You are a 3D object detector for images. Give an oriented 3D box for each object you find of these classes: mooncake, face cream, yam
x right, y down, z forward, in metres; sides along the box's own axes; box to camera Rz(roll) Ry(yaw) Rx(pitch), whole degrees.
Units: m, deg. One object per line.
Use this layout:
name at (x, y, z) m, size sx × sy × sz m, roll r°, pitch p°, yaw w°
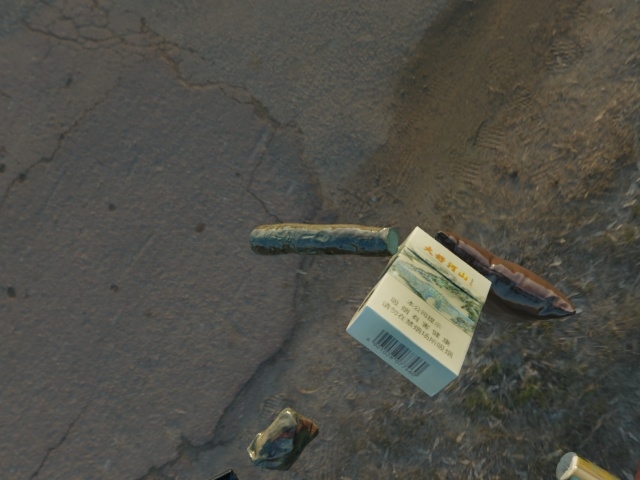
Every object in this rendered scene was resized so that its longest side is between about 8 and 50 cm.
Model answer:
mooncake at (-0.073, 0.411, 1.194) m, size 0.073 × 0.125 × 0.130 m, roll 38°, pitch 86°, yaw 32°
face cream at (0.589, 0.502, 1.083) m, size 0.285 × 0.139 × 0.067 m, roll 29°, pitch 86°, yaw 18°
yam at (0.000, 0.000, 0.991) m, size 0.274 × 0.061 × 0.061 m, roll 1°, pitch 81°, yaw 34°

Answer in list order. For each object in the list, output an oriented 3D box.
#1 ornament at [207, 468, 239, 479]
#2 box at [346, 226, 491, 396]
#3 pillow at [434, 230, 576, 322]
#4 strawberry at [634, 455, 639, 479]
ornament at (-0.135, 0.404, 0.681) m, size 0.166 × 0.196 × 0.153 m, roll -28°, pitch 97°, yaw -2°
box at (0.166, 0.102, 0.933) m, size 0.164 × 0.256 × 0.069 m, roll 38°, pitch 128°, yaw 3°
pillow at (0.353, 0.088, 1.263) m, size 0.306 × 0.308 × 0.108 m, roll 30°, pitch 82°, yaw 5°
strawberry at (0.335, 0.113, 0.263) m, size 0.352 × 0.312 × 0.267 m, roll -5°, pitch 59°, yaw 13°
